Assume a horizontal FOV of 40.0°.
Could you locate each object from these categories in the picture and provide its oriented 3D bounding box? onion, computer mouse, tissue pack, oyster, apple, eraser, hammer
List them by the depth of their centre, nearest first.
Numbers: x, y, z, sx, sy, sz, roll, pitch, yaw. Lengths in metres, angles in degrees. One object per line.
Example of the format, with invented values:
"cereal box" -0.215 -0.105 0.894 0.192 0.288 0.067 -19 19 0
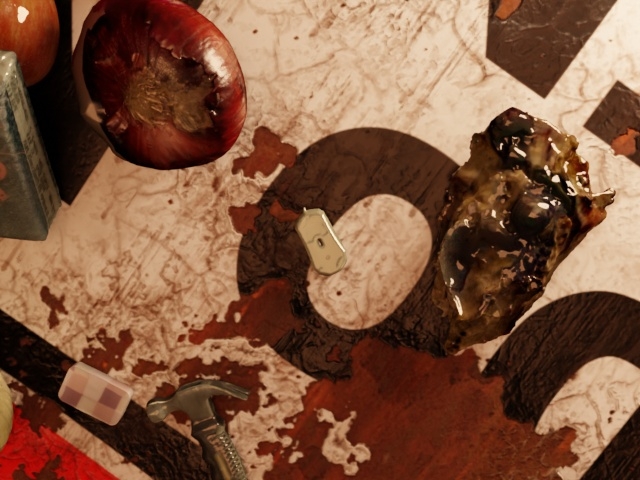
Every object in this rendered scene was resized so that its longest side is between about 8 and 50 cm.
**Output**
"tissue pack" -0.505 -0.130 1.213 0.228 0.103 0.315 8 143 2
"apple" -0.462 -0.303 1.230 0.188 0.188 0.173 5 94 3
"onion" -0.212 -0.229 1.245 0.272 0.195 0.272 18 128 25
"oyster" 0.247 -0.005 1.263 0.221 0.096 0.361 37 104 9
"computer mouse" 0.000 0.000 1.322 0.056 0.032 0.110 -27 85 6
"hammer" -0.162 0.328 1.375 0.159 0.041 0.226 -18 96 8
"eraser" -0.353 0.241 1.382 0.105 0.026 0.065 26 102 -1

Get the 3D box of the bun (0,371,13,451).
"bun" -0.625 0.220 1.256 0.227 0.352 0.349 -44 55 -2
